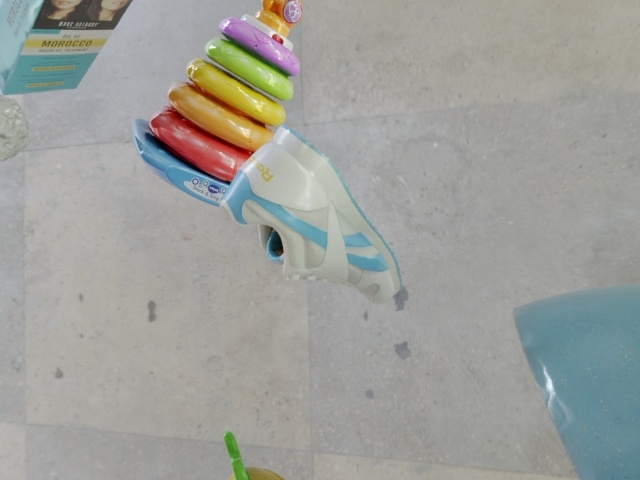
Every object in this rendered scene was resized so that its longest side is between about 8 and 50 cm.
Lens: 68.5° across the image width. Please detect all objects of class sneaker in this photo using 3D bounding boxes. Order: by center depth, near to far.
[{"bbox_3d":[0.000,0.000,0.442,0.092,0.229,0.087,-44,41,-3],"label":"sneaker"}]

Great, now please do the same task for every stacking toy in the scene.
[{"bbox_3d":[-0.086,-0.200,0.564,0.302,0.175,0.166,-59,37,14],"label":"stacking toy"}]

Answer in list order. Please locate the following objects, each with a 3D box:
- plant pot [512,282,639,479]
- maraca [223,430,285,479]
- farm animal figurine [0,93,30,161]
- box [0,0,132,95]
[{"bbox_3d":[0.309,0.149,0.358,0.195,0.290,0.291,-28,82,21],"label":"plant pot"},{"bbox_3d":[-0.065,0.279,0.472,0.099,0.127,0.186,-20,110,-20],"label":"maraca"},{"bbox_3d":[-0.420,0.011,0.403,0.172,0.327,0.330,38,100,-3],"label":"farm animal figurine"},{"bbox_3d":[-0.301,-0.258,0.543,0.244,0.100,0.060,-23,94,43],"label":"box"}]
